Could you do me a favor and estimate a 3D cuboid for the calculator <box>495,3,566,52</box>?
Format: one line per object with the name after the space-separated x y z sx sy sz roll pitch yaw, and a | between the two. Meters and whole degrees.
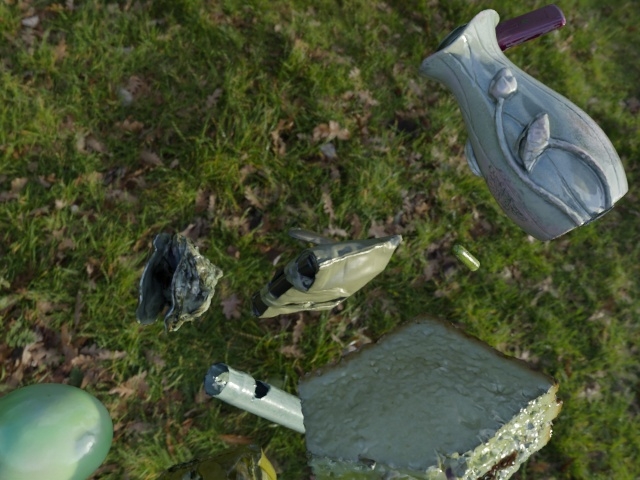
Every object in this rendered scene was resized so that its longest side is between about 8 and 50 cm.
0.416 -0.446 1.165 0.034 0.190 0.127 56 27 -27 | calculator

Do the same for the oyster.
-0.259 0.075 1.032 0.158 0.162 0.351 32 3 4 | oyster

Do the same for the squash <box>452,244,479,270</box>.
0.302 0.034 1.143 0.083 0.027 0.028 36 41 -37 | squash

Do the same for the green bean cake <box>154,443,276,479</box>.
-0.235 0.613 1.200 0.284 0.202 0.310 -18 36 -1 | green bean cake

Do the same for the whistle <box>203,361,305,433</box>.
-0.086 0.303 1.012 0.312 0.062 0.062 40 38 -42 | whistle

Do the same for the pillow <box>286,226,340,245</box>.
0.000 0.001 1.746 0.217 0.033 0.130 20 14 2 | pillow

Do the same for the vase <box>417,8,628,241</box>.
0.382 -0.222 1.064 0.250 0.250 0.446 -31 84 -45 | vase

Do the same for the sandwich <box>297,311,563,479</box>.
0.123 0.246 0.738 0.325 0.262 0.131 -23 119 -30 | sandwich

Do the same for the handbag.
0.008 0.088 1.223 0.253 0.315 0.109 -6 66 -41 | handbag

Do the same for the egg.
-0.560 0.402 1.106 0.269 0.220 0.221 -7 55 8 | egg
